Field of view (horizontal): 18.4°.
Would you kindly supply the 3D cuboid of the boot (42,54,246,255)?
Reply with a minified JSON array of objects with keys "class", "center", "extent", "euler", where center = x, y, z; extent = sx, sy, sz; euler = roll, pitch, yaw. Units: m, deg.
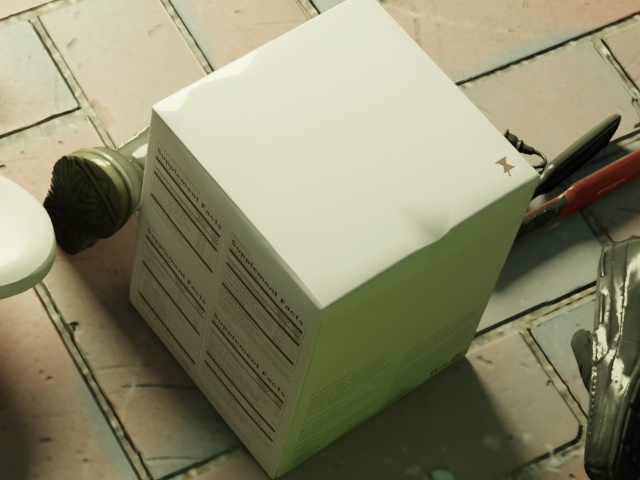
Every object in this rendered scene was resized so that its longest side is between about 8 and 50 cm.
[{"class":"boot","center":[-0.111,-0.076,1.539],"extent":[0.208,0.189,0.076],"euler":[-31,94,-22]}]

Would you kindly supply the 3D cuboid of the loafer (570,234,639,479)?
[{"class":"loafer","center":[0.235,0.095,1.550],"extent":[0.078,0.076,0.223],"euler":[-3,55,31]}]

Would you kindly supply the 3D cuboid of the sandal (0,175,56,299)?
[{"class":"sandal","center":[-0.397,0.010,1.488],"extent":[0.416,0.102,0.169],"euler":[3,42,7]}]

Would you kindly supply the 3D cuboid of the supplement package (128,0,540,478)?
[{"class":"supplement package","center":[0.000,0.000,1.451],"extent":[0.199,0.263,0.198],"euler":[-31,68,-25]}]

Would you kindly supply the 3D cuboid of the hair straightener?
[{"class":"hair straightener","center":[0.166,-0.045,1.642],"extent":[0.230,0.047,0.089],"euler":[-31,68,-20]}]
